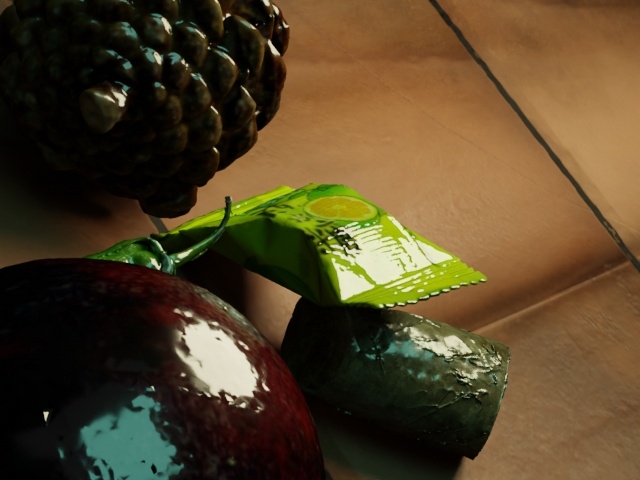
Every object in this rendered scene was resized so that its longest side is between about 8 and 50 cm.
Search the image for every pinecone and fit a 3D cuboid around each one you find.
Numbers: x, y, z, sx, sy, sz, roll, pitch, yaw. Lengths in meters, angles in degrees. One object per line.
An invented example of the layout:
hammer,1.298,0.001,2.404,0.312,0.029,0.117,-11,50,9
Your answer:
pinecone,-0.131,-0.145,1.063,0.224,0.224,0.272,32,23,-8

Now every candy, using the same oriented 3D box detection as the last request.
candy,0.000,0.000,1.048,0.246,0.069,0.149,24,30,39

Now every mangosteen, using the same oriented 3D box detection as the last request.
mangosteen,-0.121,0.155,0.754,0.300,0.300,0.300,19,45,-21

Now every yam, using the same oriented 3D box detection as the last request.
yam,0.065,0.103,1.075,0.183,0.107,0.107,20,45,-16

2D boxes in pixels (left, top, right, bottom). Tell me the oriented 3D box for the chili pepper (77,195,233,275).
chili pepper,-0.193,0.029,0.971,0.279,0.065,0.122,1,68,-23
